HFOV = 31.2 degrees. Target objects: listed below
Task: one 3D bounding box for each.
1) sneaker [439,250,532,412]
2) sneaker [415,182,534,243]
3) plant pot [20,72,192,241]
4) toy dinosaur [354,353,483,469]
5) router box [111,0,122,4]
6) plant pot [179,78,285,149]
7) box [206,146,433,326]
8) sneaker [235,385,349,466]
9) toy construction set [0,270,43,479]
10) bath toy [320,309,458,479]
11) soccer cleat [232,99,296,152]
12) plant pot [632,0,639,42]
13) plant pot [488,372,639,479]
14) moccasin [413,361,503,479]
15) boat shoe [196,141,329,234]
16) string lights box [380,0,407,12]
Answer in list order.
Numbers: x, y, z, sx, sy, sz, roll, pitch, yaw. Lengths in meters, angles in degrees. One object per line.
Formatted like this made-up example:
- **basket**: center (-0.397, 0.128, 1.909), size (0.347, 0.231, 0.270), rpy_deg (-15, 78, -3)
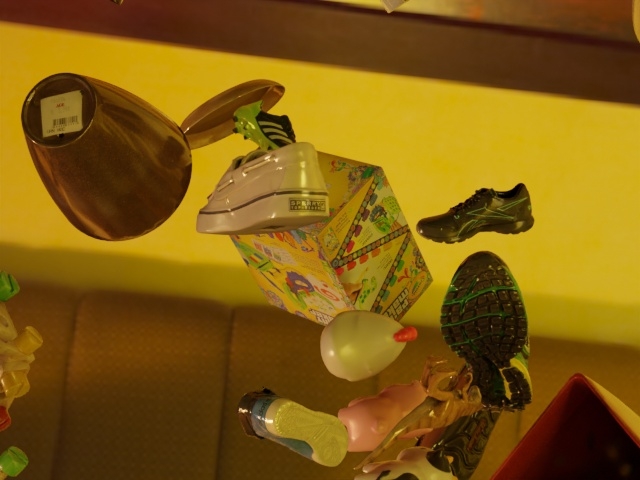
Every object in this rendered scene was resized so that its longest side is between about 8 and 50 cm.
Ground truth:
- **sneaker**: center (0.266, 0.130, 1.835), size (0.134, 0.146, 0.344), rpy_deg (-3, -41, 11)
- **sneaker**: center (0.338, -0.064, 2.529), size (0.267, 0.106, 0.101), rpy_deg (-9, 26, -8)
- **plant pot**: center (-0.315, -0.134, 1.594), size (0.215, 0.215, 0.230), rpy_deg (7, -16, 14)
- **toy dinosaur**: center (0.138, 0.206, 1.404), size (0.211, 0.112, 0.064), rpy_deg (-14, 19, -37)
- **router box**: center (-0.352, -0.429, 1.744), size (0.133, 0.046, 0.179), rpy_deg (24, -10, -10)
- **plant pot**: center (-0.177, -0.244, 2.186), size (0.236, 0.032, 0.236), rpy_deg (-30, -7, -4)
- **box**: center (0.000, 0.000, 2.022), size (0.290, 0.177, 0.279), rpy_deg (19, -34, 43)
- **sneaker**: center (-0.035, 0.213, 1.323), size (0.084, 0.058, 0.152), rpy_deg (11, -16, 41)
- **toy construction set**: center (-0.468, 0.118, 1.568), size (0.257, 0.237, 0.309), rpy_deg (37, 15, -31)
- **bath toy**: center (0.107, 0.256, 1.559), size (0.129, 0.348, 0.151), rpy_deg (-15, 3, 21)
- **soccer cleat**: center (-0.059, -0.150, 1.739), size (0.072, 0.060, 0.179), rpy_deg (-33, 65, -26)
- **plant pot**: center (0.615, -0.432, 1.845), size (0.256, 0.257, 0.274), rpy_deg (8, -10, 24)
- **plant pot**: center (0.420, 0.391, 1.595), size (0.235, 0.267, 0.267), rpy_deg (24, 19, -31)
- **moccasin**: center (0.270, 0.402, 2.428), size (0.139, 0.380, 0.147), rpy_deg (38, -19, -26)
- **boat shoe**: center (-0.069, -0.055, 1.248), size (0.096, 0.088, 0.267), rpy_deg (-1, -4, -20)
- **string lights box**: center (0.152, -0.431, 1.793), size (0.133, 0.077, 0.260), rpy_deg (-35, 7, 2)
